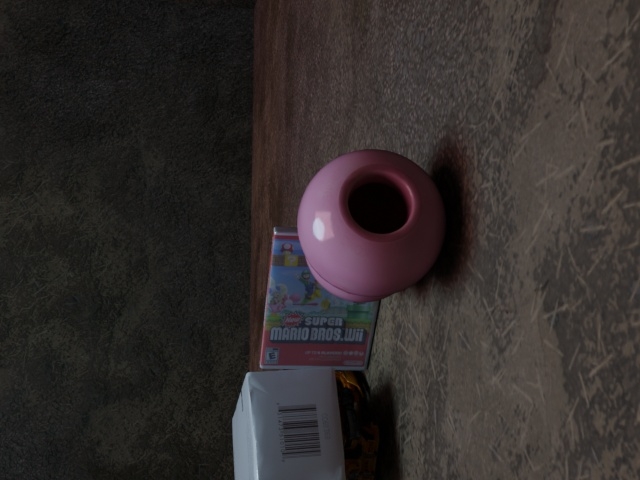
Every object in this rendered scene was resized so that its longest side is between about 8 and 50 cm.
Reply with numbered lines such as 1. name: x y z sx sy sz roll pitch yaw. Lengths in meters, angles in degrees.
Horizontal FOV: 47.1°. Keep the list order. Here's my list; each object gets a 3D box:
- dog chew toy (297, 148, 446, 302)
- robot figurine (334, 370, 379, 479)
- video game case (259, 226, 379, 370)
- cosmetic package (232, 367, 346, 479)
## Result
1. dog chew toy: 0.066 0.000 1.099 0.332 0.206 0.206 102 166 -73
2. robot figurine: 0.045 0.350 1.380 0.291 0.085 0.211 -117 31 -67
3. video game case: 0.004 0.111 1.315 0.025 0.204 0.285 -106 21 -62
4. cosmetic package: -0.070 0.381 1.332 0.385 0.156 0.217 113 153 -61
